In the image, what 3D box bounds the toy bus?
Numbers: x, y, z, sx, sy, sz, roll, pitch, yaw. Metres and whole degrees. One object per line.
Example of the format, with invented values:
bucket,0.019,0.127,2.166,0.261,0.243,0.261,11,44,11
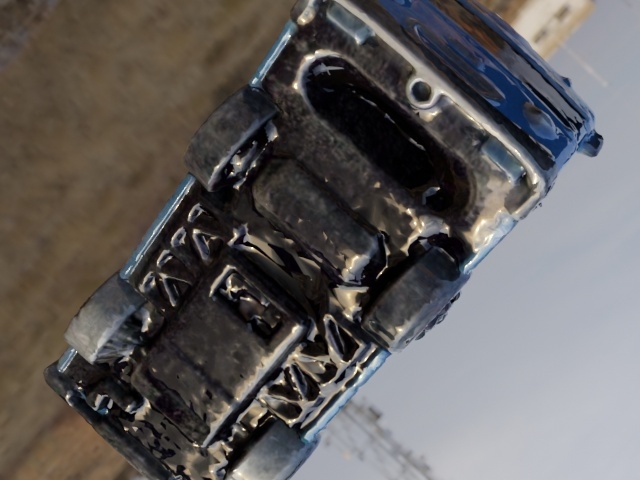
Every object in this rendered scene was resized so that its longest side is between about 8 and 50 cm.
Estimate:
toy bus,0.000,0.000,0.509,0.234,0.116,0.133,-51,174,35
